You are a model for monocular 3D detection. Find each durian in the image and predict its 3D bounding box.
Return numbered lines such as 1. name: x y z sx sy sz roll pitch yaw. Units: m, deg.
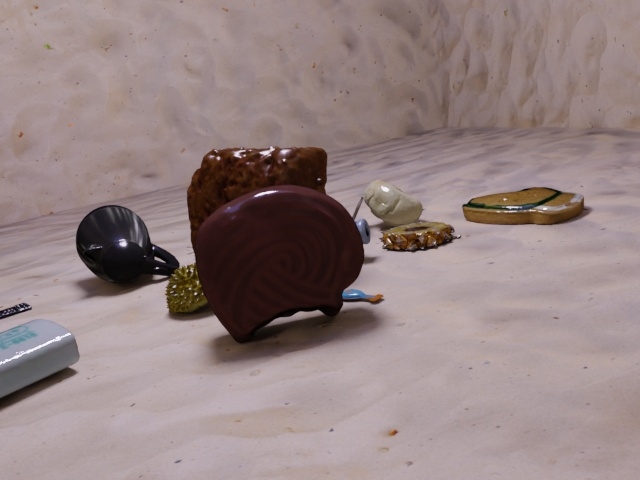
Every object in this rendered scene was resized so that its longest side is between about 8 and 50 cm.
1. durian: -0.275 0.089 1.612 0.208 0.102 0.146 -34 17 -12

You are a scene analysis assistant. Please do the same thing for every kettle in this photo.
1. kettle: -0.555 0.044 1.956 0.207 0.251 0.271 -42 28 -7

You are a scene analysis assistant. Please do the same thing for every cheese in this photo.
1. cheese: 0.085 0.119 1.504 0.111 0.017 0.047 3 22 41

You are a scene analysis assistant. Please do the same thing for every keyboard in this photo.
1. keyboard: -0.862 0.201 1.810 0.204 0.013 0.061 -19 17 -35

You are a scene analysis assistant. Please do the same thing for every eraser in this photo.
1. eraser: -0.628 0.244 1.303 0.189 0.104 0.290 -3 14 40

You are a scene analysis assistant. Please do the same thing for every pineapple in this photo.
1. pineapple: 0.266 -0.018 1.877 0.221 0.048 0.221 -8 13 2

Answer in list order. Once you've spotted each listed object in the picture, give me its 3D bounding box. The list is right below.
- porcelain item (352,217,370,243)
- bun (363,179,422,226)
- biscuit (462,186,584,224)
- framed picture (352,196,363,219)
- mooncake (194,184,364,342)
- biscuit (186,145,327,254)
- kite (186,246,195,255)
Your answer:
1. porcelain item: 0.000 0.000 1.809 0.258 0.141 0.141 -12 12 19
2. bun: 0.209 -0.105 2.074 0.188 0.111 0.164 30 4 13
3. biscuit: 0.589 -0.108 2.003 0.343 0.057 0.287 4 19 43
4. framed picture: 0.098 -0.066 2.072 0.011 0.109 0.149 22 18 3
5. mooncake: -0.091 0.048 1.376 0.325 0.334 0.174 20 -10 -5
6. biscuit: -0.161 -0.064 1.719 0.394 0.343 0.166 3 7 42
7. kite: -0.268 0.004 2.209 0.309 0.015 0.169 -11 15 -20
